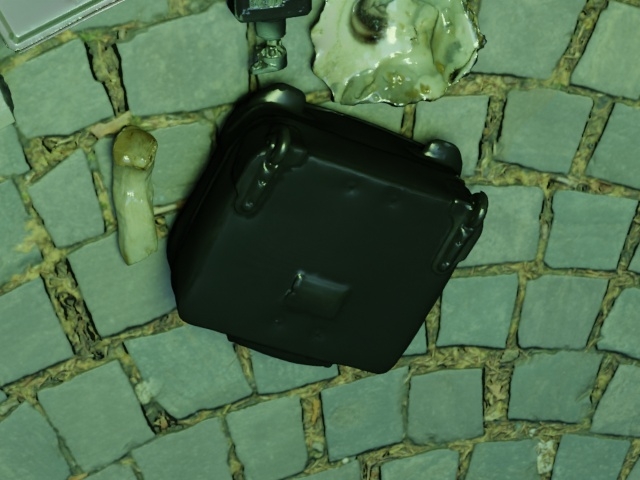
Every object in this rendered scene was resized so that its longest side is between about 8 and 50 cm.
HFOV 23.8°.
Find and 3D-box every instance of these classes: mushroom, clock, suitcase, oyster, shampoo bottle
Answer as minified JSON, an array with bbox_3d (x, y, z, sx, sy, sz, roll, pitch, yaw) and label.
[{"bbox_3d":[-0.235,-0.049,1.931,0.059,0.054,0.202,-7,126,-15],"label":"mushroom"},{"bbox_3d":[-0.303,-0.321,1.734,0.192,0.071,0.147,-27,124,-1],"label":"clock"},{"bbox_3d":[0.000,0.000,1.950,0.345,0.188,0.339,16,116,-25],"label":"suitcase"},{"bbox_3d":[0.092,-0.269,1.887,0.222,0.083,0.214,-6,115,7],"label":"oyster"},{"bbox_3d":[-0.063,-0.347,1.799,0.098,0.071,0.310,-11,124,-14],"label":"shampoo bottle"}]

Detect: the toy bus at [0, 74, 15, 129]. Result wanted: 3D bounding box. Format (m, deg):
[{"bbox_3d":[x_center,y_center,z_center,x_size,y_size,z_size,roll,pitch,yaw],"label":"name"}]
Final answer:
[{"bbox_3d":[-0.468,-0.254,1.690,0.138,0.097,0.343,-33,124,-12],"label":"toy bus"}]
